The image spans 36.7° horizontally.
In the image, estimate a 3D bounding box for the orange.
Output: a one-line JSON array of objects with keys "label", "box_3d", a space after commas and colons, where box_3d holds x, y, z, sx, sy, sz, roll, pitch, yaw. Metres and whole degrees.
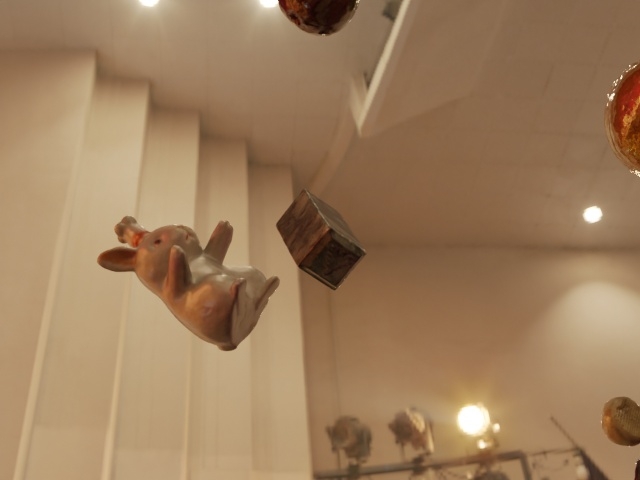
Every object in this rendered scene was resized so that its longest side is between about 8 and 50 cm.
[{"label": "orange", "box_3d": [0.624, -0.230, 1.663, 0.235, 0.279, 0.279, 44, -58, -5]}]

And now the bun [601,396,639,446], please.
[{"label": "bun", "box_3d": [0.501, 0.304, 1.610, 0.086, 0.086, 0.055, 19, -34, -23]}]

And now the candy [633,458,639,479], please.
[{"label": "candy", "box_3d": [0.248, 0.266, 0.579, 0.145, 0.275, 0.070, 34, -50, -31]}]

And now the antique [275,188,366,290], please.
[{"label": "antique", "box_3d": [0.000, 0.000, 1.598, 0.088, 0.183, 0.086, 34, -78, -26]}]

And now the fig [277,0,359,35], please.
[{"label": "fig", "box_3d": [0.013, -0.337, 1.238, 0.109, 0.154, 0.103, 37, -13, 6]}]

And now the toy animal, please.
[{"label": "toy animal", "box_3d": [-0.201, 0.032, 1.407, 0.282, 0.140, 0.138, 40, -65, 14]}]
